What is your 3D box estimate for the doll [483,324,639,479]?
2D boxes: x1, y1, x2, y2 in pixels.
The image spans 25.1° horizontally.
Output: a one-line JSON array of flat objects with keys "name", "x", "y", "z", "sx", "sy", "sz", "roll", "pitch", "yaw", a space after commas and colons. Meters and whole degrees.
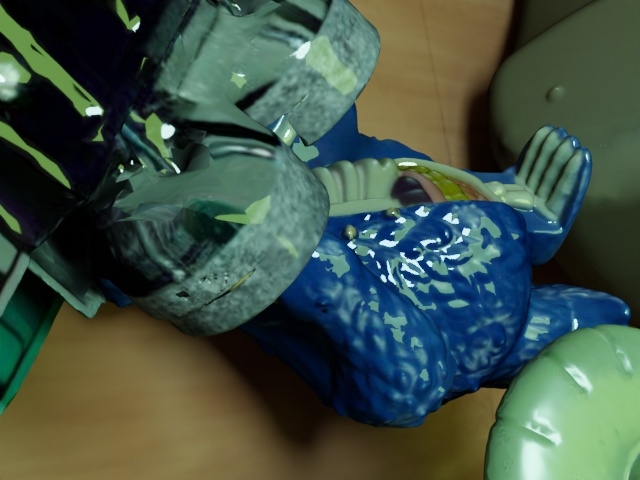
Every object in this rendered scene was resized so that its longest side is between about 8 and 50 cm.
[{"name": "doll", "x": 0.098, "y": 0.198, "z": 0.560, "sx": 0.284, "sy": 0.216, "sz": 0.268, "roll": -36, "pitch": 95, "yaw": -19}]

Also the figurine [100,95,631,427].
[{"name": "figurine", "x": 0.006, "y": 0.007, "z": 0.596, "sx": 0.262, "sy": 0.121, "sz": 0.164, "roll": 18, "pitch": 48, "yaw": -28}]

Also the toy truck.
[{"name": "toy truck", "x": -0.087, "y": -0.105, "z": 0.441, "sx": 0.176, "sy": 0.178, "sz": 0.363, "roll": 45, "pitch": 47, "yaw": -27}]

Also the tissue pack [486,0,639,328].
[{"name": "tissue pack", "x": 0.266, "y": -0.133, "z": 0.834, "sx": 0.277, "sy": 0.267, "sz": 0.387, "roll": 34, "pitch": 53, "yaw": -38}]
